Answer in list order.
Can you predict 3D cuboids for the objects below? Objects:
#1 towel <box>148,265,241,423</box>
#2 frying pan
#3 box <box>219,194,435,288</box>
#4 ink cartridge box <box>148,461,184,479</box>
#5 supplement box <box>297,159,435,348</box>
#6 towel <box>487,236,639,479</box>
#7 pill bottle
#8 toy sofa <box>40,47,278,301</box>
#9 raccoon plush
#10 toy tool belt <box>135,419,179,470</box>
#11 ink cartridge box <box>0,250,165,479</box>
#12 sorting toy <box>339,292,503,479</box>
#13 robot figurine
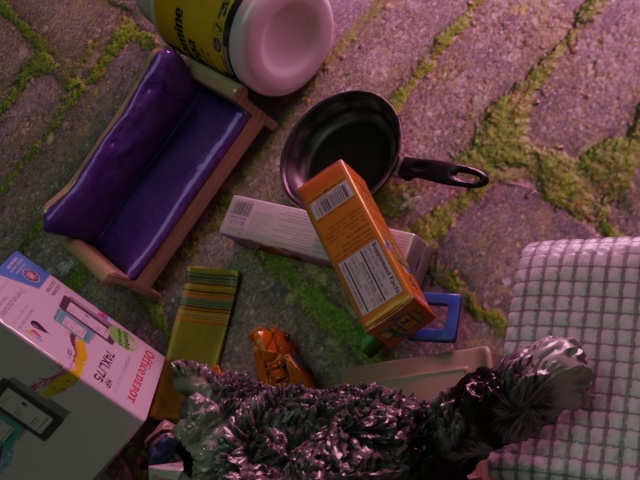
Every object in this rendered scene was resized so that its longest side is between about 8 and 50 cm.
[{"bbox_3d":[-0.185,0.152,1.322,0.102,0.021,0.237,0,69,34],"label":"towel"},{"bbox_3d":[0.087,-0.131,1.256,0.326,0.053,0.197,-8,64,28],"label":"frying pan"},{"bbox_3d":[0.000,0.000,1.243,0.324,0.063,0.067,12,77,37],"label":"box"},{"bbox_3d":[-0.167,0.342,1.131,0.115,0.067,0.198,-20,73,57],"label":"ink cartridge box"},{"bbox_3d":[0.054,0.014,1.111,0.080,0.078,0.233,-33,56,14],"label":"supplement box"},{"bbox_3d":[0.319,0.139,0.937,0.235,0.121,0.283,-1,66,31],"label":"towel"},{"bbox_3d":[-0.152,-0.368,1.437,0.334,0.188,0.187,33,88,39],"label":"pill bottle"},{"bbox_3d":[-0.250,-0.103,1.386,0.150,0.177,0.362,34,88,39],"label":"toy sofa"},{"bbox_3d":[0.039,0.191,0.971,0.447,0.216,0.299,-24,35,-5],"label":"raccoon plush"},{"bbox_3d":[-0.225,0.299,1.260,0.083,0.052,0.051,-54,43,2],"label":"toy tool belt"},{"bbox_3d":[-0.387,0.193,1.229,0.197,0.270,0.198,-49,13,13],"label":"ink cartridge box"},{"bbox_3d":[0.119,0.228,1.055,0.196,0.047,0.347,-13,58,19],"label":"sorting toy"},{"bbox_3d":[-0.063,0.266,1.146,0.211,0.085,0.291,-36,53,16],"label":"robot figurine"}]
